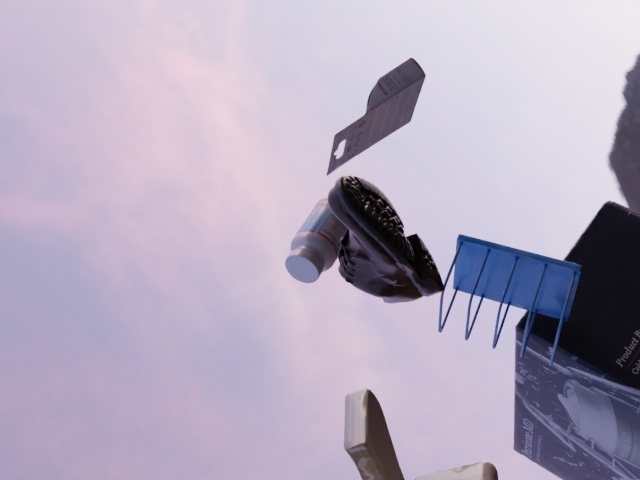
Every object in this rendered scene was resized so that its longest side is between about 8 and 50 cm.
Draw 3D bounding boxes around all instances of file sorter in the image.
[{"bbox_3d":[0.254,0.085,1.189,0.118,0.170,0.104,84,-153,-50],"label":"file sorter"}]

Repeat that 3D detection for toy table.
[{"bbox_3d":[0.063,0.284,0.806,0.161,0.274,0.252,54,-165,-35],"label":"toy table"}]

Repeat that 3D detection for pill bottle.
[{"bbox_3d":[0.000,0.000,1.552,0.087,0.087,0.160,49,-133,-17],"label":"pill bottle"}]

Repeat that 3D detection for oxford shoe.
[{"bbox_3d":[0.054,0.013,0.938,0.227,0.096,0.083,50,-158,-47],"label":"oxford shoe"}]

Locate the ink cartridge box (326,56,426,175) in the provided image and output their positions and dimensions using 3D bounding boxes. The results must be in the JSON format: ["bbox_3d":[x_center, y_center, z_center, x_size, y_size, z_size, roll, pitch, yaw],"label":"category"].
[{"bbox_3d":[0.098,-0.248,1.752,0.232,0.189,0.066,-30,-106,-15],"label":"ink cartridge box"}]

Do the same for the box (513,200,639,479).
[{"bbox_3d":[0.584,0.260,1.381,0.297,0.471,0.480,-47,-32,-22],"label":"box"}]
